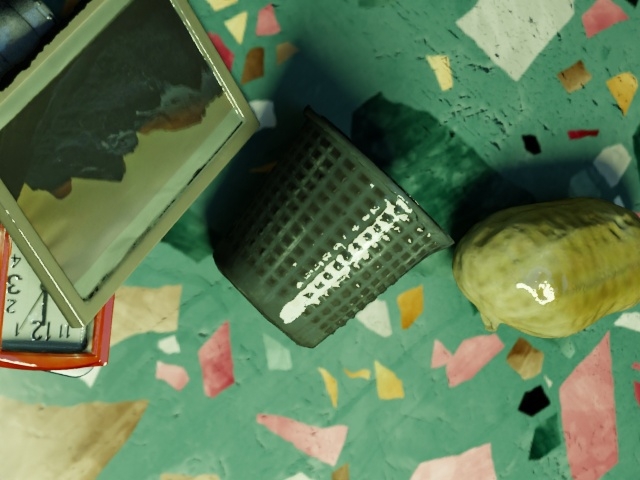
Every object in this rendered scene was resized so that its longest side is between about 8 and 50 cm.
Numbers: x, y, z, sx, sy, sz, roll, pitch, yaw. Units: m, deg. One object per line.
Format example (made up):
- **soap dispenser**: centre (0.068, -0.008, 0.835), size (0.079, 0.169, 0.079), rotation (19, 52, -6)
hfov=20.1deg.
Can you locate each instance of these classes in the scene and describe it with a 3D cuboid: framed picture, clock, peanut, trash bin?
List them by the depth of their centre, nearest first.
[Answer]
- **framed picture**: centre (-0.165, -0.087, 1.440), size (0.265, 0.018, 0.192), rotation (-52, 123, -35)
- **clock**: centre (-0.223, 0.027, 1.450), size (0.113, 0.061, 0.155), rotation (5, 90, -36)
- **trash bin**: centre (0.000, 0.000, 1.536), size (0.161, 0.175, 0.175), rotation (-48, 121, -1)
- **peanut**: centre (0.228, 0.025, 1.694), size (0.224, 0.129, 0.129), rotation (-9, 107, -28)

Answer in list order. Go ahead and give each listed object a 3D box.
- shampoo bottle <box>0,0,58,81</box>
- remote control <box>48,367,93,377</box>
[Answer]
- **shampoo bottle**: centre (-0.297, -0.101, 1.395), size (0.234, 0.049, 0.087), rotation (-49, 123, -12)
- **remote control**: centre (-0.254, 0.081, 1.481), size (0.152, 0.027, 0.043), rotation (18, 96, -31)
